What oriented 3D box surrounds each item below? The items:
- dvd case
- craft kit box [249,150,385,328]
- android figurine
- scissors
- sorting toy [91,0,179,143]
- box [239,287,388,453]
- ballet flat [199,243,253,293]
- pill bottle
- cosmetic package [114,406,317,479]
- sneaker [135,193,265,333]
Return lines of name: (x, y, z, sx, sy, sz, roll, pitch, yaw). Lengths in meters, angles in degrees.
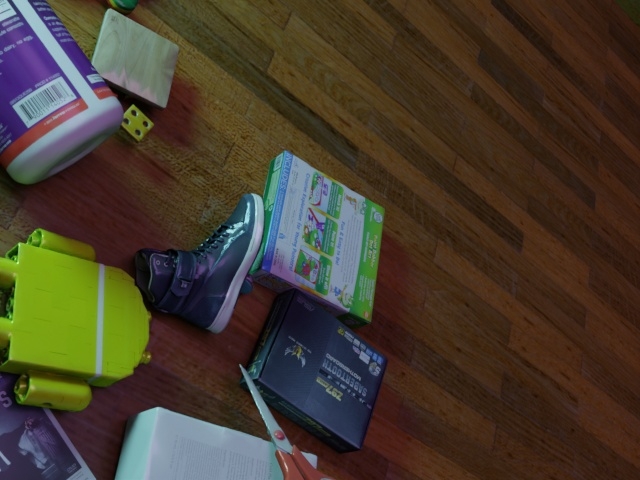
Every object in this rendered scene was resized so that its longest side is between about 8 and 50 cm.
dvd case: (-0.411, 0.258, 0.994, 0.179, 0.030, 0.238, -36, 97, -44)
craft kit box: (0.000, 0.000, 1.448, 0.247, 0.061, 0.249, 27, 56, -26)
android figurine: (-0.342, 0.105, 1.084, 0.273, 0.056, 0.248, 19, 53, -42)
scissors: (-0.059, 0.296, 1.148, 0.109, 0.021, 0.297, -16, 56, -48)
sorting toy: (-0.310, -0.279, 1.308, 0.132, 0.046, 0.274, 24, 57, -31)
box: (-0.004, 0.218, 1.342, 0.233, 0.059, 0.183, 39, 51, -21)
ballet flat: (-0.153, 0.041, 1.313, 0.114, 0.041, 0.041, 45, 48, -16)
pill bottle: (-0.430, -0.250, 1.099, 0.323, 0.181, 0.181, 55, 46, -7)
cosmetic package: (-0.156, 0.448, 1.082, 0.284, 0.097, 0.377, 26, 56, -30)
sneaker: (-0.185, 0.011, 1.224, 0.163, 0.086, 0.226, 24, 80, -26)
